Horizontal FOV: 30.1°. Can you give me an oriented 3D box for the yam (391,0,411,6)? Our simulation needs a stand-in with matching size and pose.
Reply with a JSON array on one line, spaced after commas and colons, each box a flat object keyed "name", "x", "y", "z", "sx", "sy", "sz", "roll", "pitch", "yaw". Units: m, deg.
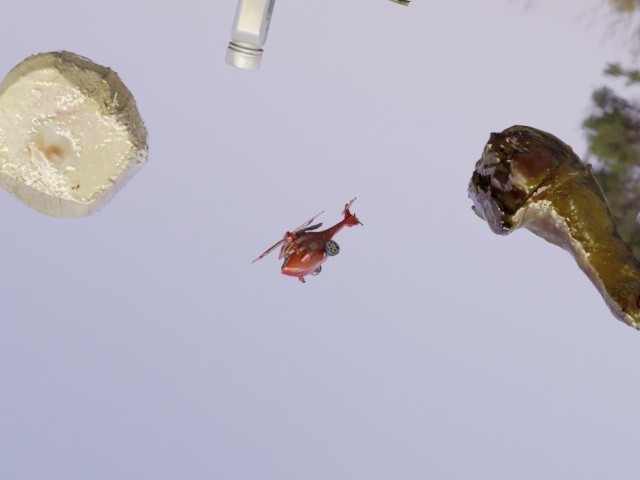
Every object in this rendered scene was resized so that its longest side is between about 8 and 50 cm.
[{"name": "yam", "x": 0.107, "y": -0.427, "z": 2.058, "sx": 0.107, "sy": 0.014, "sz": 0.014, "roll": 25, "pitch": -153, "yaw": 16}]

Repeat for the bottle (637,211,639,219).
[{"name": "bottle", "x": 0.626, "y": 0.018, "z": 1.920, "sx": 0.244, "sy": 0.072, "sz": 0.082, "roll": 43, "pitch": 171, "yaw": 3}]

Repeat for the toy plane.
[{"name": "toy plane", "x": -0.005, "y": 0.005, "z": 1.763, "sx": 0.077, "sy": 0.126, "sz": 0.194, "roll": 49, "pitch": -156, "yaw": 6}]

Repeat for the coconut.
[{"name": "coconut", "x": -0.450, "y": -0.187, "z": 2.096, "sx": 0.297, "sy": 0.297, "sz": 0.254, "roll": 18, "pitch": -172, "yaw": -4}]

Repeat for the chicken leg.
[{"name": "chicken leg", "x": 0.316, "y": -0.030, "z": 1.578, "sx": 0.211, "sy": 0.140, "sz": 0.361, "roll": -3, "pitch": -137, "yaw": -25}]

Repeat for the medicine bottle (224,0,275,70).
[{"name": "medicine bottle", "x": -0.122, "y": -0.404, "z": 2.151, "sx": 0.069, "sy": 0.183, "sz": 0.119, "roll": 15, "pitch": -163, "yaw": -5}]
